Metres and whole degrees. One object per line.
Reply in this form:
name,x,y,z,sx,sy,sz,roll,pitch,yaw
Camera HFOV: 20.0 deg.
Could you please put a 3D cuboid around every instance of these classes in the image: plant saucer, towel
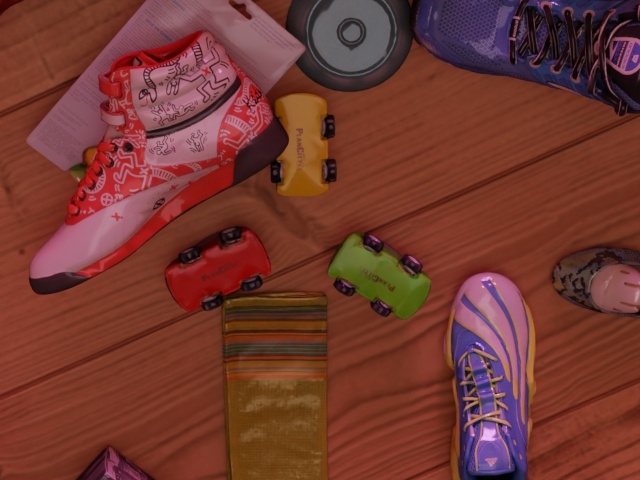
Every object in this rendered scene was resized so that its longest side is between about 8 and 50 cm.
plant saucer,0.028,-0.194,1.668,0.119,0.021,0.119,-1,105,-3
towel,-0.043,0.165,1.764,0.102,0.021,0.237,-2,106,-2

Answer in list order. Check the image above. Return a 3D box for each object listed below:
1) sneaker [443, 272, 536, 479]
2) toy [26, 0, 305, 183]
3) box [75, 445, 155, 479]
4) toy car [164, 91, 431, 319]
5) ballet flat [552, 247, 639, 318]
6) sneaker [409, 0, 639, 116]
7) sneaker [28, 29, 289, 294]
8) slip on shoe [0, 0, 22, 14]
sneaker,0.169,0.157,1.719,0.091,0.126,0.240,-4,106,-2
toy,-0.142,-0.139,1.656,0.137,0.056,0.237,39,105,-16
box,-0.168,0.388,1.790,0.307,0.076,0.242,38,100,-12
toy car,0.000,0.000,1.705,0.225,0.053,0.239,31,102,-11
ballet flat,0.318,0.048,1.731,0.188,0.070,0.070,6,105,-5
sneaker,0.245,-0.187,1.618,0.330,0.147,0.129,7,105,-5
sneaker,-0.175,-0.075,1.603,0.270,0.090,0.145,-32,108,6
slip on shoe,-0.223,-0.282,1.584,0.101,0.123,0.331,36,96,-16
